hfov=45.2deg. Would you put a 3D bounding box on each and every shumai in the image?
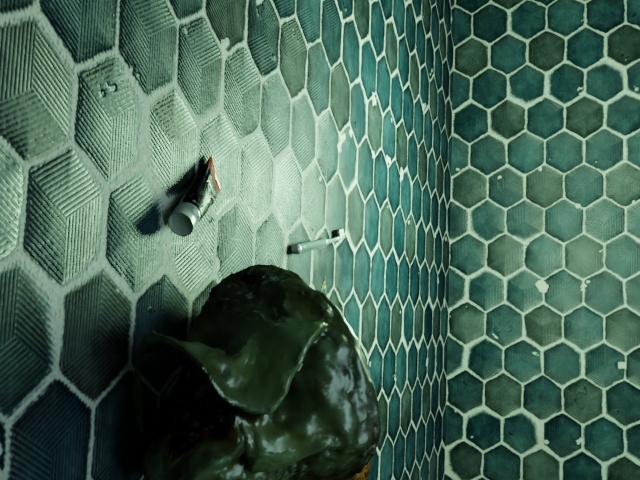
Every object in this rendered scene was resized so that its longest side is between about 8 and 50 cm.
[{"bbox_3d":[-0.131,0.260,1.214,0.348,0.395,0.395,-24,115,-40],"label":"shumai"}]

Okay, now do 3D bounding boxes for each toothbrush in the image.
[{"bbox_3d":[0.000,0.002,1.900,0.342,0.025,0.030,-20,102,-69],"label":"toothbrush"}]

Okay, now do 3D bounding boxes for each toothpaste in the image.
[{"bbox_3d":[-0.208,-0.077,1.322,0.193,0.045,0.071,-68,151,-57],"label":"toothpaste"}]

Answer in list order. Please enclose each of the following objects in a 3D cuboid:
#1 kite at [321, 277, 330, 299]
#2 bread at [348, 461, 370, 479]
[{"bbox_3d":[0.010,0.153,1.957,0.090,0.004,0.122,-10,99,-69],"label":"kite"},{"bbox_3d":[0.092,0.600,2.066,0.156,0.086,0.125,-61,146,-51],"label":"bread"}]
